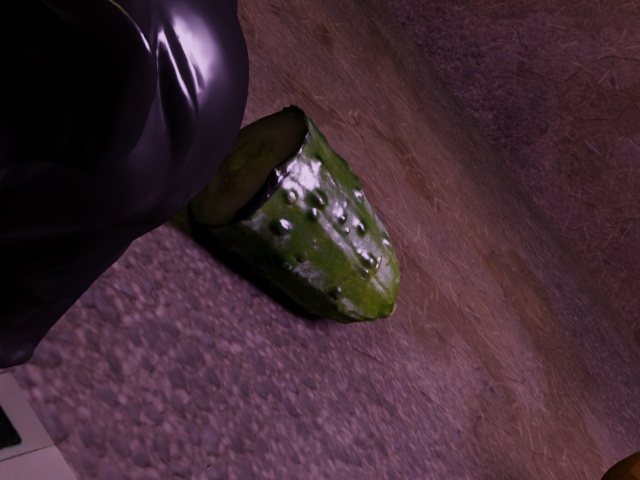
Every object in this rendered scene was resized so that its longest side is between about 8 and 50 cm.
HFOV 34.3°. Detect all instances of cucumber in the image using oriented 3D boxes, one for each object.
[{"bbox_3d":[0.000,0.003,0.930,0.244,0.134,0.134,44,20,-36],"label":"cucumber"}]

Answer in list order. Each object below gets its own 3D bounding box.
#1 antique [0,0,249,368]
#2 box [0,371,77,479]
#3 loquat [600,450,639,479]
[{"bbox_3d":[-0.163,-0.069,0.444,0.185,0.255,0.322,61,19,17],"label":"antique"},{"bbox_3d":[-0.177,0.109,0.285,0.058,0.141,0.201,52,17,14],"label":"box"},{"bbox_3d":[0.355,0.322,1.014,0.235,0.235,0.235,45,20,-22],"label":"loquat"}]
